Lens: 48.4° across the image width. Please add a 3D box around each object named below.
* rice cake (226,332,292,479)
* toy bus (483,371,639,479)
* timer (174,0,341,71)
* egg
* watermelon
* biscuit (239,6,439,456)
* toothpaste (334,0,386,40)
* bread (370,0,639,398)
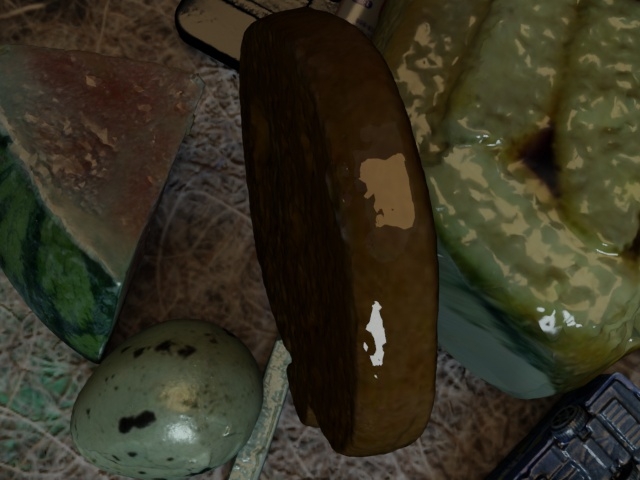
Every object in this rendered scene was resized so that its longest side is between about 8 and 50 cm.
[{"bbox_3d":[-0.051,0.158,0.631,0.029,0.033,0.171,20,78,0],"label":"rice cake"},{"bbox_3d":[0.181,0.212,0.602,0.236,0.094,0.079,-43,89,-9],"label":"toy bus"},{"bbox_3d":[-0.043,-0.252,0.711,0.144,0.055,0.187,28,82,-3],"label":"timer"},{"bbox_3d":[-0.126,0.136,0.585,0.164,0.131,0.131,-30,81,6],"label":"egg"},{"bbox_3d":[-0.188,-0.040,0.608,0.201,0.213,0.261,-24,86,-24],"label":"watermelon"},{"bbox_3d":[0.001,0.000,0.509,0.063,0.367,0.314,-10,113,-12],"label":"biscuit"},{"bbox_3d":[0.024,-0.184,0.684,0.067,0.043,0.194,22,91,-33],"label":"toothpaste"},{"bbox_3d":[0.146,-0.058,0.584,0.395,0.239,0.264,41,80,14],"label":"bread"}]
